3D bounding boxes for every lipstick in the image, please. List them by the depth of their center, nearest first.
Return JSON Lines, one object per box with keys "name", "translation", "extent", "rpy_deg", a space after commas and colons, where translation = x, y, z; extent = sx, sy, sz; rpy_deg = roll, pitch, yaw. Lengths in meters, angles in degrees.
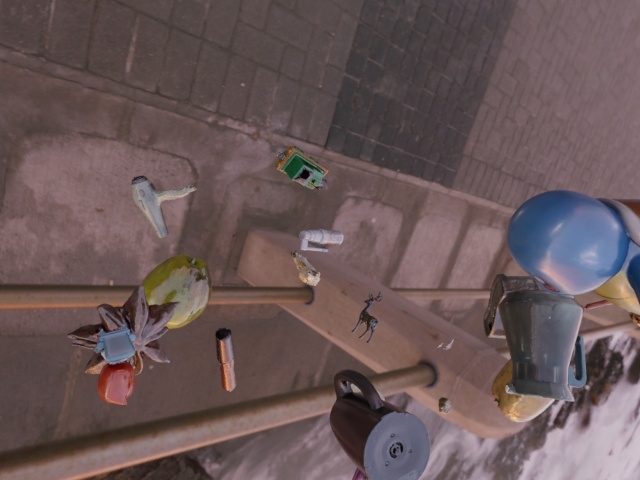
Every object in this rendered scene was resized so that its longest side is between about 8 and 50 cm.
{"name": "lipstick", "translation": [-0.401, 0.521, 1.852], "extent": [0.077, 0.077, 0.418], "rpy_deg": [-27, 141, -31]}

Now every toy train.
{"name": "toy train", "translation": [-0.053, -0.225, 1.419], "extent": [0.091, 0.136, 0.228], "rpy_deg": [-48, 138, 16]}

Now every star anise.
{"name": "star anise", "translation": [-0.540, 0.272, 1.255], "extent": [0.316, 0.108, 0.314], "rpy_deg": [-19, 122, -34]}

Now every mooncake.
{"name": "mooncake", "translation": [0.438, 0.472, 1.530], "extent": [0.150, 0.057, 0.346], "rpy_deg": [-60, 146, -38]}

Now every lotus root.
{"name": "lotus root", "translation": [0.622, 0.426, 1.299], "extent": [0.146, 0.160, 0.284], "rpy_deg": [0, 130, -39]}

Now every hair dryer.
{"name": "hair dryer", "translation": [-0.533, -0.106, 1.496], "extent": [0.088, 0.225, 0.218], "rpy_deg": [-75, 173, -60]}

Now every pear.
{"name": "pear", "translation": [-0.556, 0.202, 1.662], "extent": [0.269, 0.269, 0.321], "rpy_deg": [27, 99, -45]}

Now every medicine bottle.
{"name": "medicine bottle", "translation": [0.000, 0.000, 1.703], "extent": [0.221, 0.061, 0.092], "rpy_deg": [5, 93, -50]}

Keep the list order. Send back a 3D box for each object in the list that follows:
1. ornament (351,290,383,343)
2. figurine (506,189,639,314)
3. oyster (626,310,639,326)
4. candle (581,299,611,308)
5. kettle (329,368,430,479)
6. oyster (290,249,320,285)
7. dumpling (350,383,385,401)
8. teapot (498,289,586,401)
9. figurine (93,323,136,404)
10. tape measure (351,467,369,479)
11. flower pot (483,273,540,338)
{"name": "ornament", "translation": [0.124, 0.184, 1.072], "extent": [0.028, 0.073, 0.125], "rpy_deg": [32, 86, -35]}
{"name": "figurine", "translation": [0.475, 0.038, 0.601], "extent": [0.417, 0.297, 0.242], "rpy_deg": [-5, 116, 1]}
{"name": "oyster", "translation": [0.854, 0.139, 1.278], "extent": [0.079, 0.345, 0.129], "rpy_deg": [-38, 133, 9]}
{"name": "candle", "translation": [0.942, 0.214, 1.461], "extent": [0.026, 0.168, 0.021], "rpy_deg": [56, 31, -18]}
{"name": "kettle", "translation": [0.094, 0.379, 0.908], "extent": [0.144, 0.232, 0.201], "rpy_deg": [-21, 94, -22]}
{"name": "oyster", "translation": [-0.065, 0.115, 1.720], "extent": [0.163, 0.191, 0.081], "rpy_deg": [45, 87, -8]}
{"name": "dumpling", "translation": [0.180, 0.603, 1.508], "extent": [0.152, 0.228, 0.124], "rpy_deg": [20, 133, -38]}
{"name": "teapot", "translation": [0.499, 0.236, 0.963], "extent": [0.204, 0.171, 0.224], "rpy_deg": [11, 75, -14]}
{"name": "figurine", "translation": [-0.367, 0.225, 0.781], "extent": [0.068, 0.075, 0.140], "rpy_deg": [-4, 74, -40]}
{"name": "tape measure", "translation": [0.121, 0.526, 0.982], "extent": [0.118, 0.074, 0.125], "rpy_deg": [-44, 145, -39]}
{"name": "flower pot", "translation": [0.563, 0.201, 1.288], "extent": [0.103, 0.108, 0.229], "rpy_deg": [-80, 172, -53]}
